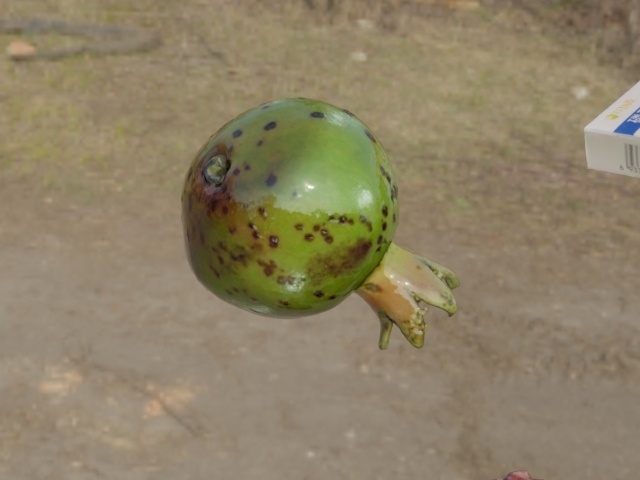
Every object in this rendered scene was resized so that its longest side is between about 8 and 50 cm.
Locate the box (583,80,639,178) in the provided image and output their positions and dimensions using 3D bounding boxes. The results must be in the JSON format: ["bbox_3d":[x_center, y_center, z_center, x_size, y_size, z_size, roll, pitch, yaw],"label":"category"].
[{"bbox_3d":[0.505,-0.177,1.463,0.200,0.065,0.343,15,40,41],"label":"box"}]

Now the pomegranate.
[{"bbox_3d":[-0.016,0.002,1.159,0.230,0.286,0.231,-24,29,14],"label":"pomegranate"}]

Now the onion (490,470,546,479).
[{"bbox_3d":[0.192,0.352,1.266,0.283,0.227,0.120,-26,57,-39],"label":"onion"}]
